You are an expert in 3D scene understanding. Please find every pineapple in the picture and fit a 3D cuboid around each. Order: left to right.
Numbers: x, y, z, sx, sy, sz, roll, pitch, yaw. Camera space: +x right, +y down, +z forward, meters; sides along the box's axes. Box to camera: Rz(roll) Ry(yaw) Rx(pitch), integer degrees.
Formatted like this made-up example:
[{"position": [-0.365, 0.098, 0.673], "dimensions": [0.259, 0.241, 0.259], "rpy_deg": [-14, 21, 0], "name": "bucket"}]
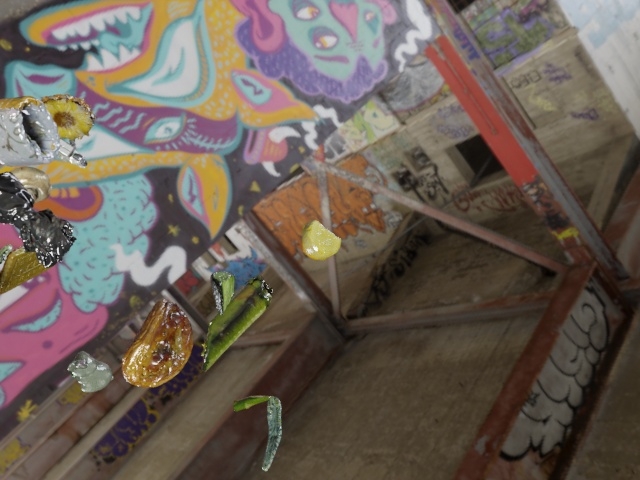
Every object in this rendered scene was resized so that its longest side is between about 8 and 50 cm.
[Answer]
[{"position": [-0.876, -0.419, 2.002], "dimensions": [0.221, 0.221, 0.047], "rpy_deg": [-33, -130, 25], "name": "pineapple"}]

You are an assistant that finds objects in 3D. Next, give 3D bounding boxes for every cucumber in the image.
[{"position": [-0.247, 0.119, 1.491], "dimensions": [0.070, 0.046, 0.220], "rpy_deg": [-54, 172, -26], "name": "cucumber"}]

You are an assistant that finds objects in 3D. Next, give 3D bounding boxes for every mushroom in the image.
[{"position": [-1.088, -0.198, 2.183], "dimensions": [0.166, 0.127, 0.166], "rpy_deg": [-20, 158, -8], "name": "mushroom"}]

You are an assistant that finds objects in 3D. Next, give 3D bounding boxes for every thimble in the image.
[{"position": [-0.661, -0.236, 1.286], "dimensions": [0.117, 0.151, 0.127], "rpy_deg": [-4, -149, 15], "name": "thimble"}]

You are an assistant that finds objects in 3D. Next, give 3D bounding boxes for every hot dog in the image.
[{"position": [-0.394, 0.251, 1.441], "dimensions": [0.099, 0.160, 0.227], "rpy_deg": [-4, -129, 27], "name": "hot dog"}]

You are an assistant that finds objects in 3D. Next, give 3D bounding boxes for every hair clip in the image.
[{"position": [-0.155, 0.618, 1.880], "dimensions": [0.066, 0.036, 0.229], "rpy_deg": [-14, -120, 37], "name": "hair clip"}]

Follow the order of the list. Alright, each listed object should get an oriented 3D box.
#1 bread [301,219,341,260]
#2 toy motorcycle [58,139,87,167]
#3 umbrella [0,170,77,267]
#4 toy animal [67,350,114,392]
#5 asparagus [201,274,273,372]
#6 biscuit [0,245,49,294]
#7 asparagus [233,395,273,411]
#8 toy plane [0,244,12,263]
[{"position": [-0.007, 0.006, 2.170], "dimensions": [0.086, 0.156, 0.125], "rpy_deg": [-26, -153, 57], "name": "bread"}, {"position": [-0.978, -0.347, 2.201], "dimensions": [0.151, 0.228, 0.074], "rpy_deg": [3, -119, 61], "name": "toy motorcycle"}, {"position": [-0.675, -0.060, 1.312], "dimensions": [0.122, 0.272, 0.110], "rpy_deg": [-52, -165, -11], "name": "umbrella"}, {"position": [-0.809, 0.443, 2.046], "dimensions": [0.236, 0.138, 0.108], "rpy_deg": [100, -18, -51], "name": "toy animal"}, {"position": [-0.313, 0.286, 2.071], "dimensions": [0.382, 0.128, 0.108], "rpy_deg": [-46, -158, -24], "name": "asparagus"}, {"position": [-0.887, 0.062, 1.819], "dimensions": [0.172, 0.029, 0.254], "rpy_deg": [-54, 176, 27], "name": "biscuit"}, {"position": [-0.273, 0.643, 2.356], "dimensions": [0.178, 0.041, 0.045], "rpy_deg": [-23, -153, 18], "name": "asparagus"}, {"position": [-1.054, 0.050, 1.941], "dimensions": [0.102, 0.040, 0.111], "rpy_deg": [-24, -159, 24], "name": "toy plane"}]
